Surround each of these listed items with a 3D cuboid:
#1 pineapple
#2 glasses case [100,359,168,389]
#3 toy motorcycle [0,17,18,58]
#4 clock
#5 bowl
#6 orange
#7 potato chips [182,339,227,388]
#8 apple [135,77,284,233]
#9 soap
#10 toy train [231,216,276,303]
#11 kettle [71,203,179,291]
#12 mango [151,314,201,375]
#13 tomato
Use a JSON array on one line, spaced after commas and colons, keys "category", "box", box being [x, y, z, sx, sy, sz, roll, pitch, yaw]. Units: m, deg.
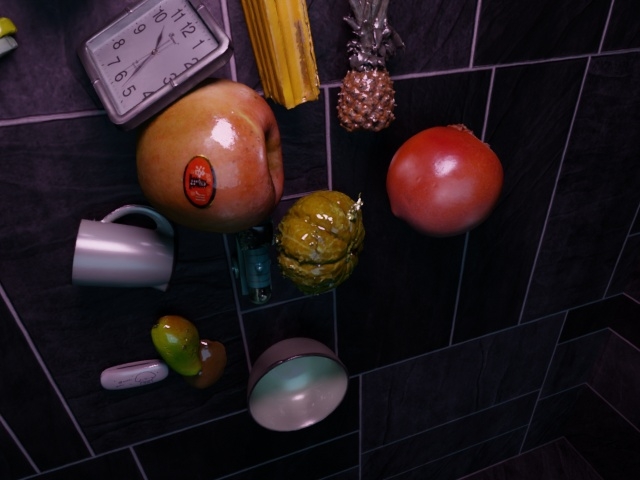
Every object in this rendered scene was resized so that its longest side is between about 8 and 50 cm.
[{"category": "pineapple", "box": [0.125, -0.456, 1.008, 0.165, 0.165, 0.365, -7, 118, -18]}, {"category": "glasses case", "box": [-0.583, 0.422, 1.295, 0.196, 0.049, 0.076, -5, 120, -18]}, {"category": "toy motorcycle", "box": [-0.719, -0.318, 0.729, 0.326, 0.200, 0.191, -26, 124, -4]}, {"category": "clock", "box": [-0.334, -0.374, 0.822, 0.278, 0.274, 0.049, -34, 157, 1]}, {"category": "bowl", "box": [-0.094, 0.468, 1.430, 0.353, 0.185, 0.355, -10, 121, -16]}, {"category": "orange", "box": [0.000, 0.000, 1.170, 0.300, 0.223, 0.301, -56, 151, -15]}, {"category": "potato chips", "box": [-0.386, 0.421, 1.374, 0.150, 0.049, 0.202, 5, 110, -29]}, {"category": "apple", "box": [-0.246, -0.179, 0.910, 0.304, 0.339, 0.339, -2, 122, 6]}, {"category": "soap", "box": [-0.095, -0.463, 0.886, 0.096, 0.204, 0.325, -21, 124, -13]}, {"category": "toy train", "box": [-0.187, 0.033, 1.140, 0.119, 0.194, 0.299, -11, 123, -17]}, {"category": "kettle", "box": [-0.485, 0.014, 1.048, 0.236, 0.161, 0.222, 8, 84, -26]}, {"category": "mango", "box": [-0.428, 0.322, 1.262, 0.125, 0.111, 0.233, -22, 120, 0]}, {"category": "tomato", "box": [0.341, -0.159, 1.161, 0.320, 0.322, 0.322, -10, 121, -16]}]
